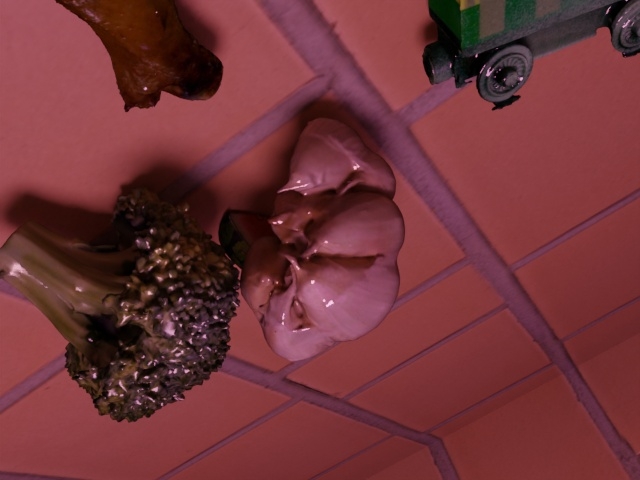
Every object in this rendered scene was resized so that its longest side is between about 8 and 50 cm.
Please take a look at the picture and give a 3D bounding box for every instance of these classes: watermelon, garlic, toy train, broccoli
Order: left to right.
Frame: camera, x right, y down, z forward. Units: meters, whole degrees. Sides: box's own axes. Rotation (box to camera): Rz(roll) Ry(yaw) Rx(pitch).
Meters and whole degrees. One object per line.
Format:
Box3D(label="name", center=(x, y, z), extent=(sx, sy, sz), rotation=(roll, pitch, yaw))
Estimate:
Box3D(label="broccoli", center=(-0.217, 0.066, 0.700), extent=(0.288, 0.260, 0.235), rotation=(-42, 175, 30))
Box3D(label="watermelon", center=(-0.081, 0.000, 0.849), extent=(0.094, 0.125, 0.135), rotation=(-48, 128, -16))
Box3D(label="garlic", center=(0.012, 0.012, 0.705), extent=(0.281, 0.185, 0.203), rotation=(-64, 166, 5))
Box3D(label="toy train", center=(0.242, -0.270, 0.630), extent=(0.301, 0.120, 0.202), rotation=(-22, 141, -2))

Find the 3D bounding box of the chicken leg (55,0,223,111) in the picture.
Box3D(label="chicken leg", center=(-0.193, -0.219, 0.432), extent=(0.212, 0.140, 0.361), rotation=(-24, 142, -14))
